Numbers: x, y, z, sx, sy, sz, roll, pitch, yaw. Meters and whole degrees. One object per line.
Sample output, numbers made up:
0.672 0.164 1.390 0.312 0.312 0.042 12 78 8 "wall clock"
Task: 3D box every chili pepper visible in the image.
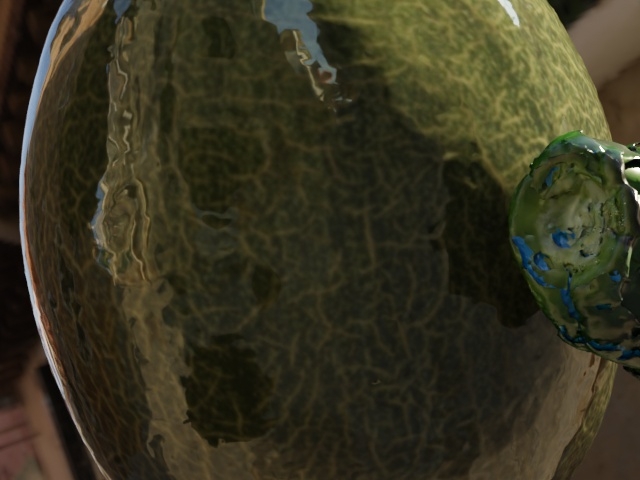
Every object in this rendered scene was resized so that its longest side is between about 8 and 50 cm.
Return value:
0.151 0.006 0.532 0.224 0.098 0.061 0 -27 -46 "chili pepper"

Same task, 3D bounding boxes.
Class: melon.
0.000 0.000 0.598 0.237 0.302 0.237 -8 28 4 "melon"
